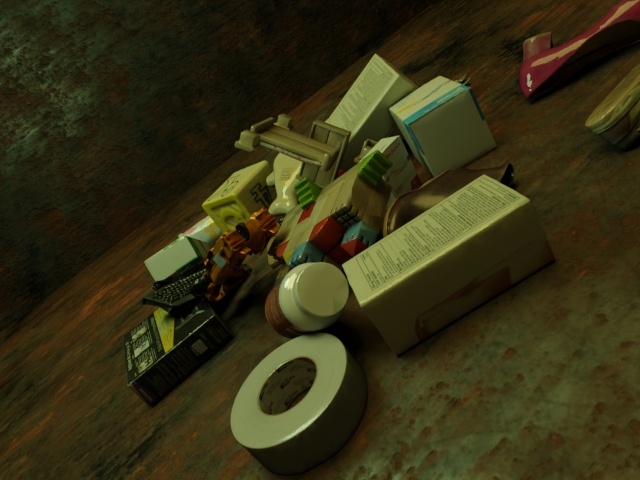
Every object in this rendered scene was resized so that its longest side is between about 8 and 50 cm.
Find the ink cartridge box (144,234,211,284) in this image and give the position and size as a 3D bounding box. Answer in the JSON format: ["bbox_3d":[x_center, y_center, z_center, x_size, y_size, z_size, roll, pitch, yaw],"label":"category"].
[{"bbox_3d":[-0.434,0.068,1.521,0.153,0.087,0.208,-34,-9,2],"label":"ink cartridge box"}]

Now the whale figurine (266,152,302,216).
[{"bbox_3d":[-0.067,-0.174,1.475,0.216,0.141,0.272,-2,58,29],"label":"whale figurine"}]

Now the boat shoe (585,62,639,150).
[{"bbox_3d":[0.617,-0.277,0.884,0.285,0.092,0.103,-42,5,-10],"label":"boat shoe"}]

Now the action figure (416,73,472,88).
[{"bbox_3d":[0.385,-0.471,1.566,0.185,0.099,0.285,-31,26,-9],"label":"action figure"}]

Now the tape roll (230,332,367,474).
[{"bbox_3d":[-0.035,0.253,0.765,0.219,0.072,0.219,-28,25,15],"label":"tape roll"}]

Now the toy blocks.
[{"bbox_3d":[0.000,0.000,1.057,0.381,0.190,0.261,-30,29,45],"label":"toy blocks"}]

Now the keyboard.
[{"bbox_3d":[-0.357,0.109,1.322,0.201,0.033,0.317,2,16,29],"label":"keyboard"}]

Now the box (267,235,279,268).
[{"bbox_3d":[-0.065,-0.013,1.377,0.201,0.021,0.164,-33,23,6],"label":"box"}]

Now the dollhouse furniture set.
[{"bbox_3d":[-0.017,-0.172,1.195,0.355,0.303,0.174,-55,-15,-62],"label":"dollhouse furniture set"}]

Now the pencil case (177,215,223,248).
[{"bbox_3d":[-0.383,-0.046,1.752,0.273,0.113,0.124,-35,4,2],"label":"pencil case"}]

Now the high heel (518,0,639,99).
[{"bbox_3d":[0.690,-0.460,1.172,0.377,0.127,0.181,-9,63,38],"label":"high heel"}]

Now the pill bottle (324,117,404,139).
[{"bbox_3d":[0.151,-0.371,1.595,0.283,0.161,0.161,-8,35,48],"label":"pill bottle"}]

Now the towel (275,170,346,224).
[{"bbox_3d":[-0.014,-0.135,1.495,0.199,0.031,0.275,-15,26,48],"label":"towel"}]

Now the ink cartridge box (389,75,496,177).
[{"bbox_3d":[0.306,-0.296,1.231,0.168,0.171,0.233,-31,24,10],"label":"ink cartridge box"}]

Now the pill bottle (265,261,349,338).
[{"bbox_3d":[-0.026,0.110,0.871,0.121,0.121,0.216,-46,0,-23],"label":"pill bottle"}]

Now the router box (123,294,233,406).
[{"bbox_3d":[-0.375,0.246,1.220,0.243,0.081,0.309,-39,23,-12],"label":"router box"}]

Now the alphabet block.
[{"bbox_3d":[-0.236,-0.120,1.594,0.192,0.193,0.197,-12,32,44],"label":"alphabet block"}]

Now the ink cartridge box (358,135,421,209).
[{"bbox_3d":[0.175,-0.166,1.180,0.063,0.150,0.109,3,43,49],"label":"ink cartridge box"}]

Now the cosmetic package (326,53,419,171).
[{"bbox_3d":[0.133,-0.364,1.403,0.309,0.113,0.160,-51,42,25],"label":"cosmetic package"}]

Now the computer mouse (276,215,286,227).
[{"bbox_3d":[-0.007,-0.085,1.319,0.242,0.041,0.071,-19,56,-3],"label":"computer mouse"}]

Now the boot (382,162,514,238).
[{"bbox_3d":[0.258,-0.077,0.978,0.207,0.090,0.248,-6,33,52],"label":"boot"}]

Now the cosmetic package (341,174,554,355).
[{"bbox_3d":[0.202,0.037,0.791,0.296,0.129,0.153,-32,25,6],"label":"cosmetic package"}]

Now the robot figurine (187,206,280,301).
[{"bbox_3d":[-0.210,0.049,1.147,0.211,0.085,0.291,-40,-8,-41],"label":"robot figurine"}]
